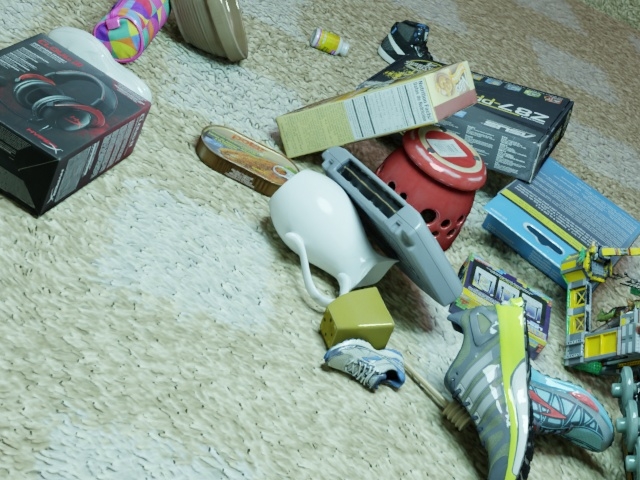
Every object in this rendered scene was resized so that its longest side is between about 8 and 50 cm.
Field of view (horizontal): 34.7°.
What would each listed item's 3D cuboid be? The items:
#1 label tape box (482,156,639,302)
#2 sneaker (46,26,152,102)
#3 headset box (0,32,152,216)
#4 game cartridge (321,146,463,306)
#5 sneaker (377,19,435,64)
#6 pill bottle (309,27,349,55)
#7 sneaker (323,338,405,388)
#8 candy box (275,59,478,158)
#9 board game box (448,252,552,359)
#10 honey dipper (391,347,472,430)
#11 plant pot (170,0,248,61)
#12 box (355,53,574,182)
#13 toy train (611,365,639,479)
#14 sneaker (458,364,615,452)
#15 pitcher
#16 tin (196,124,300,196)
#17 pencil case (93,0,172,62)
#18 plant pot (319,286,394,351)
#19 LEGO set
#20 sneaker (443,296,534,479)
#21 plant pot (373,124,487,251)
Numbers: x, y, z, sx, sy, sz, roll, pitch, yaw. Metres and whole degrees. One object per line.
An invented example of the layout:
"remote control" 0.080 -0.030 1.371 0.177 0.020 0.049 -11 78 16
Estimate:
"label tape box" 0.456 -0.010 1.993 0.249 0.115 0.347 39 37 14
"sneaker" -0.388 -0.278 1.714 0.212 0.080 0.094 36 44 6
"headset box" -0.409 -0.186 1.527 0.218 0.110 0.293 33 32 5
"game cartridge" 0.115 -0.021 1.649 0.198 0.062 0.297 50 -2 -40
"sneaker" 0.240 -0.431 2.387 0.217 0.121 0.079 40 34 14
"pill bottle" 0.021 -0.443 2.298 0.083 0.043 0.043 18 34 -18
"sneaker" 0.068 0.181 1.467 0.135 0.052 0.058 11 41 -27
"candy box" 0.101 -0.235 1.844 0.183 0.316 0.087 -31 106 -54
"board game box" 0.312 0.111 1.764 0.170 0.048 0.141 30 34 -1
"honey dipper" 0.159 0.216 1.514 0.160 0.030 0.030 43 34 24
"plant pot" -0.227 -0.457 2.008 0.110 0.237 0.237 -15 38 5
"box" 0.300 -0.267 2.139 0.395 0.097 0.318 20 31 18
"toy train" 0.502 0.321 1.503 0.142 0.190 0.334 1 27 9
"sneaker" 0.311 0.262 1.536 0.262 0.104 0.125 29 49 5
"pitcher" 0.000 0.000 1.606 0.207 0.125 0.178 49 42 7
"tin" -0.124 -0.136 1.763 0.189 0.040 0.106 27 36 -6
"pencil case" -0.347 -0.417 1.910 0.104 0.104 0.236 24 32 -10
"plant pot" 0.048 0.125 1.504 0.083 0.081 0.081 -3 43 -24
"LEGO set" 0.574 0.131 1.739 0.331 0.192 0.255 26 64 -23
"sneaker" 0.236 0.228 1.443 0.121 0.111 0.300 -4 64 15
"plant pot" 0.194 -0.097 1.842 0.191 0.174 0.191 21 35 -16
